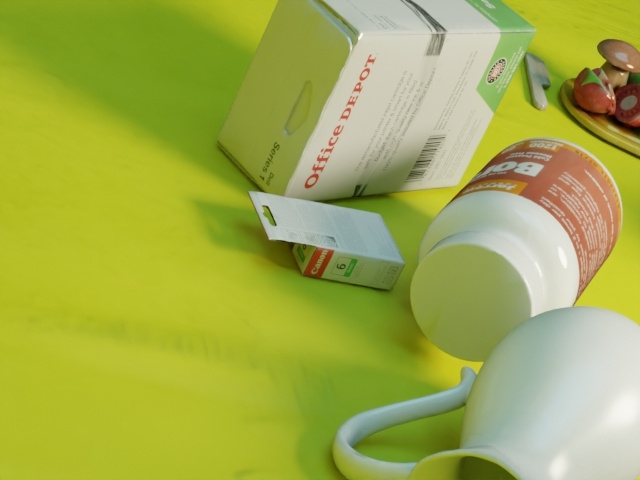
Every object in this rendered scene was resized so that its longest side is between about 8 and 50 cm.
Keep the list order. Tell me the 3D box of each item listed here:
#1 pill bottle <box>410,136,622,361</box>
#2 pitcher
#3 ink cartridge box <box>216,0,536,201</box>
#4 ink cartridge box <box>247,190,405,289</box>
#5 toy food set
[{"bbox_3d":[0.144,0.008,1.424,0.121,0.121,0.216,32,28,9],"label":"pill bottle"},{"bbox_3d":[0.122,0.119,1.241,0.178,0.125,0.207,21,36,22],"label":"pitcher"},{"bbox_3d":[0.045,-0.122,1.515,0.219,0.160,0.092,-6,41,-46],"label":"ink cartridge box"},{"bbox_3d":[0.000,0.000,1.414,0.115,0.029,0.063,10,33,-27],"label":"ink cartridge box"},{"bbox_3d":[0.309,-0.141,1.866,0.218,0.071,0.128,24,28,-4],"label":"toy food set"}]
